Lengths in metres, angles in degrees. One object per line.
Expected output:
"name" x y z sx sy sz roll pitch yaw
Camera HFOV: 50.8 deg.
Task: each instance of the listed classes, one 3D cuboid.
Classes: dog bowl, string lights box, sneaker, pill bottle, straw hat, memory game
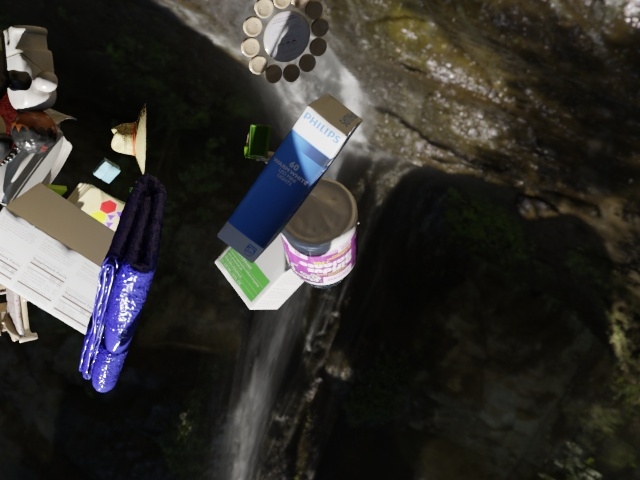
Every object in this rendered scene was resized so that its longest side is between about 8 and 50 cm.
"dog bowl" -0.790 -0.209 1.790 0.102 0.349 0.349 32 -168 -8
"string lights box" -0.047 -0.099 1.064 0.077 0.260 0.133 37 -156 -1
"sneaker" -0.738 -0.289 1.565 0.104 0.262 0.125 11 171 -30
"pill bottle" 0.000 0.000 1.497 0.169 0.169 0.301 25 160 14
"straw hat" -0.366 -0.193 1.280 0.061 0.144 0.144 2 -161 -17
"memory game" -0.067 -0.389 1.285 0.186 0.186 0.012 11 -156 -38

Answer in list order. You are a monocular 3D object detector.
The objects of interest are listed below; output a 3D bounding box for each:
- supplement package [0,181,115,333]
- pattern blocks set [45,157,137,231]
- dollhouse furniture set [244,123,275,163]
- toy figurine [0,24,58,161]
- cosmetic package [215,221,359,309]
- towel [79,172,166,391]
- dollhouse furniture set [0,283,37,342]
"supplement package" -0.529 0.031 1.380 0.262 0.145 0.204 36 -168 -14
"pattern blocks set" -0.567 -0.049 1.647 0.285 0.325 0.026 49 -172 -46
"dollhouse furniture set" -0.095 -0.181 1.288 0.076 0.058 0.151 7 -178 17
"toy figurine" -0.379 -0.145 0.673 0.213 0.148 0.209 -3 -173 -1
"cosmetic package" -0.095 0.003 1.893 0.197 0.365 0.155 48 -163 23
"towel" -0.327 0.069 1.093 0.076 0.308 0.228 14 -140 -19
"dollhouse furniture set" -0.782 0.165 1.586 0.174 0.303 0.355 -11 -151 -31
